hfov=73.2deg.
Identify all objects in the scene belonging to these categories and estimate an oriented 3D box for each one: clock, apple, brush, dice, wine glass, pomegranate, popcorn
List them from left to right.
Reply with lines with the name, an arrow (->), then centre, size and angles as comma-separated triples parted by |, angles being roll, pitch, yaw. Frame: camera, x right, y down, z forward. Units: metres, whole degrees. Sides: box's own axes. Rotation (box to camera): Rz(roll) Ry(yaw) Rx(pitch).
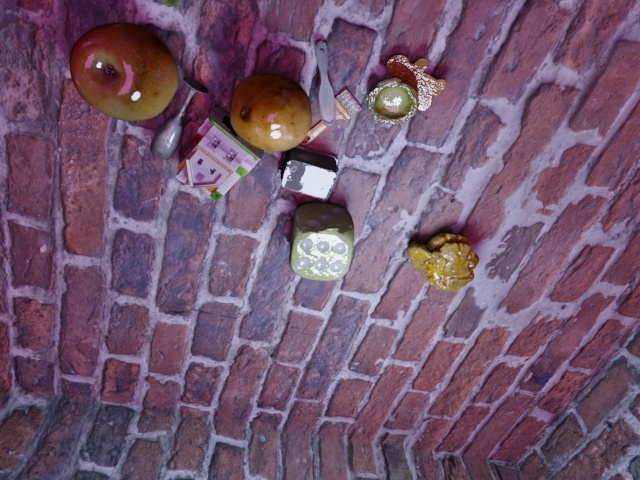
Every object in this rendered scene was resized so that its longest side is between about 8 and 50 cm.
apple -> -0.645, -0.548, 1.420 | 0.318, 0.277, 0.320 | -1, 120, -2
wine glass -> -0.544, -0.413, 1.517 | 0.096, 0.264, 0.310 | 37, 114, -6
clock -> -0.401, -0.308, 1.639 | 0.235, 0.166, 0.309 | 38, 116, -23
pomegranate -> -0.174, -0.441, 1.502 | 0.306, 0.307, 0.308 | -1, 121, -2
dice -> 0.000, 0.000, 1.802 | 0.251, 0.250, 0.255 | 4, 120, -6
brush -> 0.007, -0.572, 1.576 | 0.068, 0.060, 0.297 | -16, 112, -24
brush -> 0.025, -0.458, 1.664 | 0.272, 0.013, 0.103 | -37, 116, 19
popcorn -> 0.545, 0.086, 1.910 | 0.332, 0.225, 0.265 | 25, 122, -4

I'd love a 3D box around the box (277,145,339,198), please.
box -> -0.046, -0.265, 1.706 | 0.243, 0.135, 0.163 | 15, 120, -12

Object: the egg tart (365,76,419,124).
egg tart -> 0.266, -0.515, 1.591 | 0.196, 0.078, 0.197 | 6, 135, 6

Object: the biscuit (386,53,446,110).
biscuit -> 0.342, -0.593, 1.582 | 0.240, 0.035, 0.158 | 35, 125, -18

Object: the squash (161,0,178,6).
squash -> -0.425, -0.838, 1.380 | 0.228, 0.066, 0.066 | -32, 118, 17
